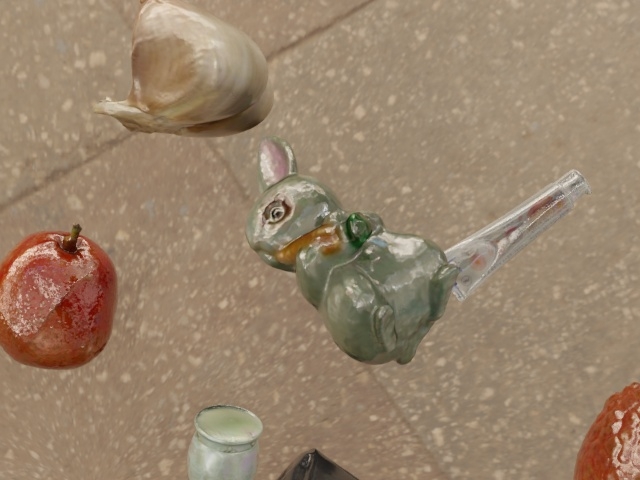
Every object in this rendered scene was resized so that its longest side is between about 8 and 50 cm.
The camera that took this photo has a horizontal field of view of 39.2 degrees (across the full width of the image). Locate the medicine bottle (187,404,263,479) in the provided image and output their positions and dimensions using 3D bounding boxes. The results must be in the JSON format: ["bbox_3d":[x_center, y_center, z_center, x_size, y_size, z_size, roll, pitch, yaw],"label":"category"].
[{"bbox_3d":[-0.196,0.428,1.849,0.147,0.147,0.143,7,109,-12],"label":"medicine bottle"}]

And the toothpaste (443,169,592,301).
[{"bbox_3d":[0.362,-0.016,1.690,0.323,0.066,0.100,-35,77,-2],"label":"toothpaste"}]

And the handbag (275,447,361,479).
[{"bbox_3d":[0.032,0.338,0.698,0.302,0.275,0.178,33,30,-3],"label":"handbag"}]

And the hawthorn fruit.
[{"bbox_3d":[-0.380,0.066,1.298,0.196,0.225,0.196,20,25,-10],"label":"hawthorn fruit"}]

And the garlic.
[{"bbox_3d":[-0.094,-0.127,0.682,0.124,0.174,0.099,9,89,12],"label":"garlic"}]

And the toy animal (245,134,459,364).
[{"bbox_3d":[-0.002,0.003,0.819,0.251,0.127,0.125,41,26,30],"label":"toy animal"}]

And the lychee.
[{"bbox_3d":[0.502,0.363,1.337,0.255,0.255,0.300,3,72,-13],"label":"lychee"}]
